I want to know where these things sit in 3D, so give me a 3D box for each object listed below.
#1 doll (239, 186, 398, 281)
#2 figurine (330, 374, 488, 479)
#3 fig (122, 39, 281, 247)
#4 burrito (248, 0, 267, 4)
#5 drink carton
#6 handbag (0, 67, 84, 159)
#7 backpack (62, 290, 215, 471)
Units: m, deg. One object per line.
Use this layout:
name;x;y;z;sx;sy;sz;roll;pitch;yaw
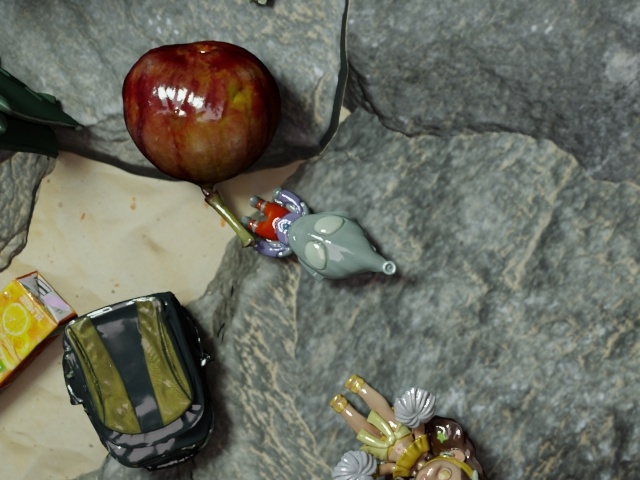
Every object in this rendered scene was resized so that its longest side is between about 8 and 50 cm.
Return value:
doll;0.000;0.000;1.341;0.227;0.075;0.102;24;89;18
figurine;0.115;0.279;1.324;0.240;0.116;0.175;39;97;10
fig;-0.156;-0.139;1.316;0.203;0.186;0.250;1;128;-4
burrito;-0.107;-0.406;1.334;0.058;0.045;0.188;-15;94;17
drink carton;-0.466;0.154;1.429;0.223;0.071;0.096;-44;88;11
handbag;-0.459;-0.218;1.301;0.247;0.260;0.079;44;97;7
backpack;-0.242;0.200;1.374;0.206;0.133;0.258;-17;98;2
